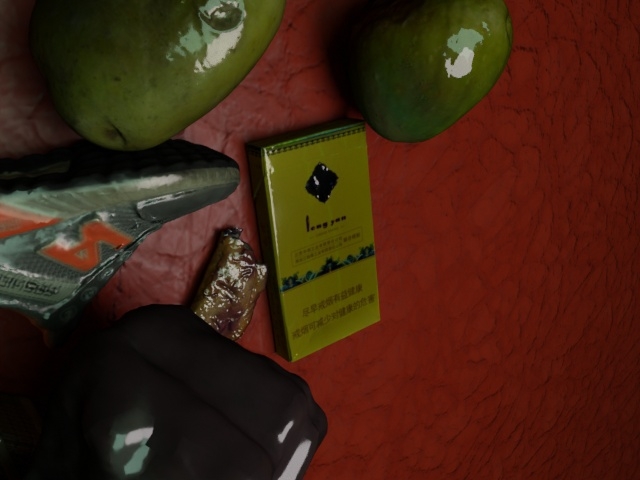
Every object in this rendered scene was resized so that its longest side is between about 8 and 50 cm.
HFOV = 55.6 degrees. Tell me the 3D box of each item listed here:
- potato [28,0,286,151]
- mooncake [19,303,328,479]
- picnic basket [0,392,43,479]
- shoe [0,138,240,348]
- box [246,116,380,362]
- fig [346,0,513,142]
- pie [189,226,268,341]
[{"bbox_3d":[-0.130,-0.192,0.499,0.228,0.197,0.148,-31,139,8],"label":"potato"},{"bbox_3d":[-0.149,0.251,0.525,0.212,0.350,0.381,28,100,2],"label":"mooncake"},{"bbox_3d":[-0.313,0.214,0.525,0.079,0.115,0.164,31,84,-42],"label":"picnic basket"},{"bbox_3d":[-0.219,0.011,0.536,0.337,0.132,0.170,-16,118,-32],"label":"shoe"},{"bbox_3d":[0.000,0.001,0.754,0.153,0.041,0.278,-20,115,-32],"label":"box"},{"bbox_3d":[0.117,-0.205,0.696,0.181,0.181,0.191,-6,124,-37],"label":"fig"},{"bbox_3d":[-0.111,0.069,0.693,0.092,0.034,0.169,25,87,-36],"label":"pie"}]
